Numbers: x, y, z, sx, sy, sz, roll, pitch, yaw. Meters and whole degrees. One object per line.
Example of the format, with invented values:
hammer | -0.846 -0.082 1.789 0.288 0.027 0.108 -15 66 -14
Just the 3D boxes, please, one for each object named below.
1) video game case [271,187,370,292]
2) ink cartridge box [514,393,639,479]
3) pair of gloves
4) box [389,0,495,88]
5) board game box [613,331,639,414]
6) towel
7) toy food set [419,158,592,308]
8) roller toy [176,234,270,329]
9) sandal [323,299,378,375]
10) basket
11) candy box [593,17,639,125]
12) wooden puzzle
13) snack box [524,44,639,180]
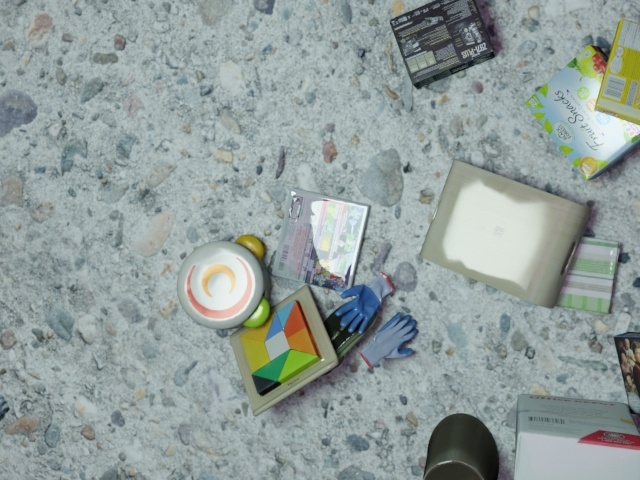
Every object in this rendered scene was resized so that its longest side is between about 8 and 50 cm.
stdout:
video game case | 0.000 0.000 1.902 0.183 0.023 0.201 14 94 13
ink cartridge box | 0.488 0.398 1.650 0.226 0.306 0.131 4 93 14
pair of gloves | 0.124 0.174 1.818 0.159 0.023 0.198 -37 99 -27
box | 0.255 -0.422 1.797 0.180 0.077 0.147 -21 87 14
board game box | 0.667 0.260 1.643 0.042 0.243 0.165 -11 88 -17
towel | 0.549 0.069 1.775 0.113 0.023 0.152 9 96 15
toy food set | 0.377 -0.017 1.786 0.306 0.092 0.219 22 98 20
roller toy | -0.210 0.097 1.892 0.191 0.146 0.209 -10 83 5
sandal | 0.006 0.248 1.869 0.303 0.086 0.120 -34 45 2
basket | 0.281 0.476 1.744 0.154 0.227 0.204 -4 90 14
candy box | 0.593 -0.319 1.626 0.105 0.027 0.205 21 71 3
wooden puzzle | -0.088 0.230 1.850 0.221 0.044 0.238 -34 46 13
snack box | 0.539 -0.251 1.702 0.174 0.070 0.207 -42 72 31
